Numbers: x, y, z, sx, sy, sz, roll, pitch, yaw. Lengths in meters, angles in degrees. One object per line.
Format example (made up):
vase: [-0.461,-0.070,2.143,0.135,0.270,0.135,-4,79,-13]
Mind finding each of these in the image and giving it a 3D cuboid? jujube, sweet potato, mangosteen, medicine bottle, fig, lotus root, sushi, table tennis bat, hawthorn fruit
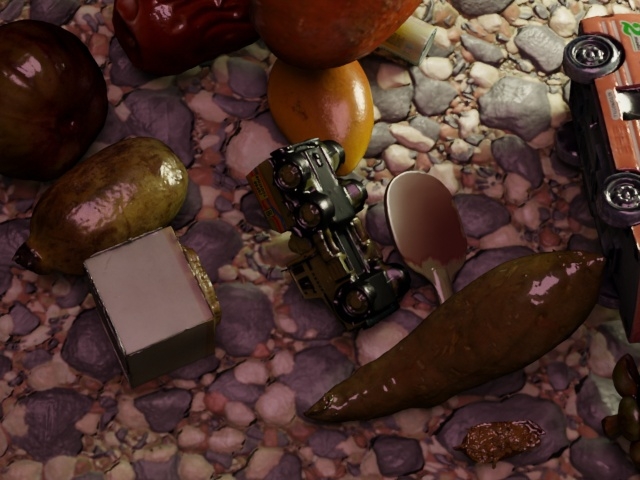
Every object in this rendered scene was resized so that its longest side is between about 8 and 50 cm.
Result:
jujube: [-0.171,-0.315,2.026,0.230,0.155,0.155,-16,69,-19]
sweet potato: [0.177,0.130,1.838,0.423,0.130,0.130,-29,70,13]
mangosteen: [0.449,0.212,1.827,0.200,0.200,0.199,1,68,-2]
medicine bottle: [0.056,-0.321,2.074,0.218,0.074,0.074,27,70,6]
fig: [-0.448,-0.209,1.959,0.321,0.217,0.217,21,68,26]
lotus root: [-0.289,-0.037,1.916,0.260,0.128,0.145,-36,60,-20]
sushi: [0.225,0.254,1.852,0.118,0.060,0.061,-23,76,-10]
table tennis bat: [0.151,0.017,1.940,0.131,0.022,0.234,-3,73,-38]
hawthorn fruit: [0.010,-0.372,1.908,0.284,0.284,0.284,1,68,-2]

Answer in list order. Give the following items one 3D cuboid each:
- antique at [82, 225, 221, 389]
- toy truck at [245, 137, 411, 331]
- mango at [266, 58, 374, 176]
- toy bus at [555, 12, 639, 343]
antique: [-0.210,0.082,1.858,0.148,0.152,0.146,-21,71,-12]
toy truck: [0.004,0.000,1.901,0.127,0.127,0.257,-33,87,29]
mango: [0.002,-0.184,1.999,0.141,0.102,0.217,-15,67,-1]
toy bus: [0.442,-0.094,1.873,0.233,0.203,0.426,-5,53,1]
